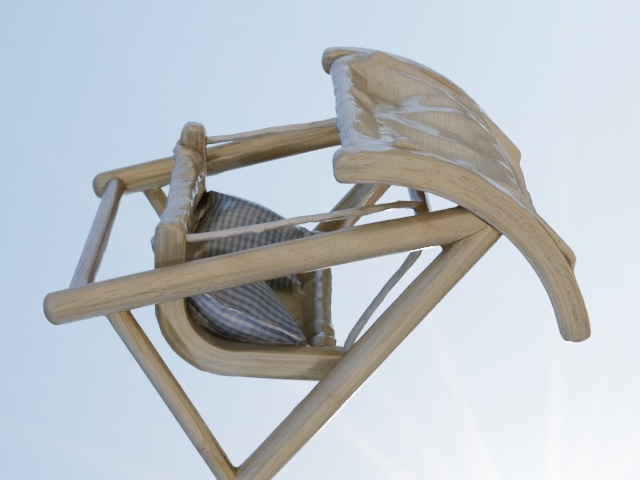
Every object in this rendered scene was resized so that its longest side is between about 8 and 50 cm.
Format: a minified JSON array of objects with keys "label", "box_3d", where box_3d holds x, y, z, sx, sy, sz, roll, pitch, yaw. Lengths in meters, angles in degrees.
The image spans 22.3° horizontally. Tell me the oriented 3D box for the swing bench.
[{"label":"swing bench","box_3d":[0.000,0.000,0.955,0.165,0.255,0.253,58,-172,-17]}]
